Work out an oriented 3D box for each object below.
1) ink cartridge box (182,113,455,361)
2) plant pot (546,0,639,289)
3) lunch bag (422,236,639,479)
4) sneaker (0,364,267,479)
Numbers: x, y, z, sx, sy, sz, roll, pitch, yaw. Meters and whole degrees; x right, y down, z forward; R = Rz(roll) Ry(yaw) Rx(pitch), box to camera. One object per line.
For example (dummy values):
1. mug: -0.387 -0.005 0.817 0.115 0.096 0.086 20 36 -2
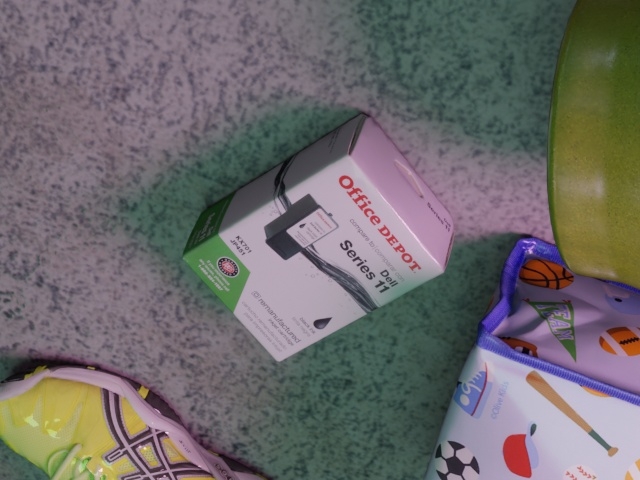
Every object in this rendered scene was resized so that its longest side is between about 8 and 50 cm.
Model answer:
1. ink cartridge box: 0.000 0.000 1.253 0.208 0.087 0.153 -31 111 28
2. plant pot: 0.367 -0.075 0.987 0.353 0.366 0.366 6 124 25
3. lunch bag: 0.303 0.222 1.235 0.386 0.239 0.327 20 124 10
4. sneaker: -0.197 0.270 1.439 0.385 0.147 0.145 30 126 -5
